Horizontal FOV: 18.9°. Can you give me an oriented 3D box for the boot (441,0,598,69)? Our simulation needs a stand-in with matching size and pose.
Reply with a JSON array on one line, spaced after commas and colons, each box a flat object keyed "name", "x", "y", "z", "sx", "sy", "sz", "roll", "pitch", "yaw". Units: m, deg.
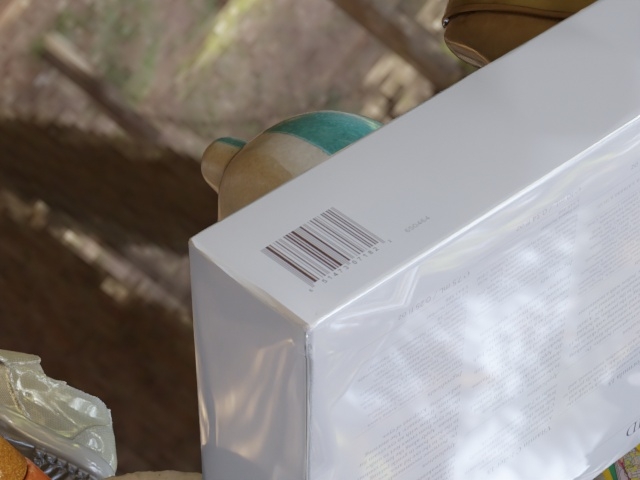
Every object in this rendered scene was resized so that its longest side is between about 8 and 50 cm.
[{"name": "boot", "x": 0.137, "y": -0.044, "z": 1.374, "sx": 0.236, "sy": 0.089, "sz": 0.269, "roll": 8, "pitch": -98, "yaw": 59}]

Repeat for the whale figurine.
[{"name": "whale figurine", "x": 0.000, "y": 0.000, "z": 1.447, "sx": 0.141, "sy": 0.216, "sz": 0.272, "roll": -39, "pitch": 178, "yaw": -27}]

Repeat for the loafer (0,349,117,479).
[{"name": "loafer", "x": -0.283, "y": 0.128, "z": 1.576, "sx": 0.102, "sy": 0.268, "sz": 0.092, "roll": -44, "pitch": -161, "yaw": 37}]

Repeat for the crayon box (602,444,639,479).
[{"name": "crayon box", "x": 0.338, "y": 0.169, "z": 1.784, "sx": 0.165, "sy": 0.278, "sz": 0.081, "roll": -35, "pitch": 157, "yaw": 35}]

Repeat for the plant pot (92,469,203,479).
[{"name": "plant pot", "x": -0.095, "y": 0.369, "z": 1.249, "sx": 0.334, "sy": 0.334, "sz": 0.305, "roll": -56, "pitch": 155, "yaw": -27}]

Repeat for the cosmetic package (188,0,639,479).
[{"name": "cosmetic package", "x": 0.101, "y": 0.041, "z": 1.063, "sx": 0.377, "sy": 0.097, "sz": 0.284, "roll": -31, "pitch": 138, "yaw": -31}]

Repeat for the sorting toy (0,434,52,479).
[{"name": "sorting toy", "x": -0.221, "y": 0.084, "z": 0.902, "sx": 0.127, "sy": 0.126, "sz": 0.365, "roll": -28, "pitch": -157, "yaw": -24}]
